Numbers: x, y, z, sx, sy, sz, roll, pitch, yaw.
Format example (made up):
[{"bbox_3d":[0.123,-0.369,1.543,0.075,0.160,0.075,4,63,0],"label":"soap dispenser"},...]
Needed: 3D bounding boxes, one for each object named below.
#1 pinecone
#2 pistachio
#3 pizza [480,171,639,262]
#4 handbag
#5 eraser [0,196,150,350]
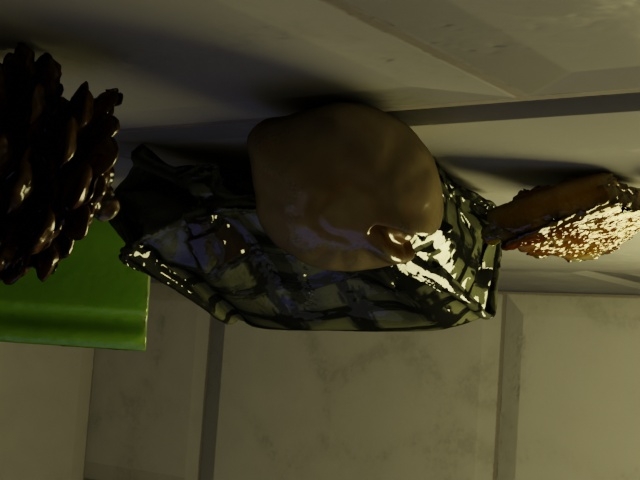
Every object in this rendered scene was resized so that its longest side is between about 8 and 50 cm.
[{"bbox_3d":[-0.211,-0.051,0.735,0.174,0.173,0.173,4,175,0],"label":"pinecone"},{"bbox_3d":[0.026,-0.041,0.869,0.152,0.126,0.223,42,-167,24],"label":"pistachio"},{"bbox_3d":[0.259,-0.028,1.147,0.147,0.069,0.226,-27,160,35],"label":"pizza"},{"bbox_3d":[0.000,0.000,1.167,0.325,0.162,0.327,-2,165,19],"label":"handbag"},{"bbox_3d":[-0.364,0.038,1.524,0.274,0.210,0.092,3,175,-9],"label":"eraser"}]
